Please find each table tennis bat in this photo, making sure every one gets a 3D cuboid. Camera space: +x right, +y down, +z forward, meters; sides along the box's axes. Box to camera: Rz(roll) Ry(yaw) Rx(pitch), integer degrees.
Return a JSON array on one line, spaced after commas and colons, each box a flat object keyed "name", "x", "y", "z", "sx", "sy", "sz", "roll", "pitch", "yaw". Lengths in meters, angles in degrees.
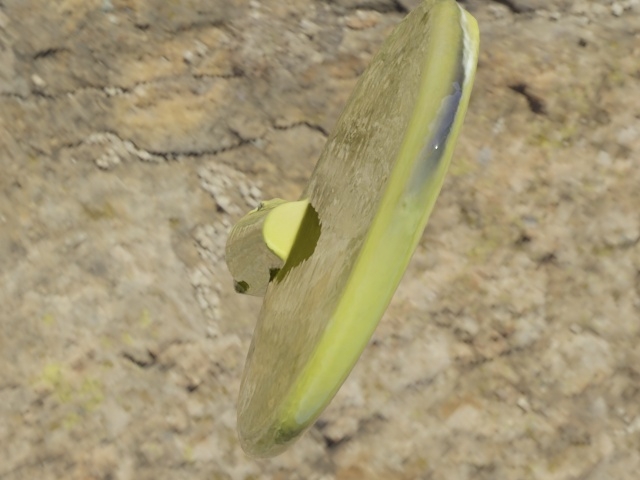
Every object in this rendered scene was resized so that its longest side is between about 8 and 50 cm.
[{"name": "table tennis bat", "x": 0.000, "y": 0.000, "z": 0.728, "sx": 0.054, "sy": 0.368, "sz": 0.224, "roll": 24, "pitch": 82, "yaw": -9}]
